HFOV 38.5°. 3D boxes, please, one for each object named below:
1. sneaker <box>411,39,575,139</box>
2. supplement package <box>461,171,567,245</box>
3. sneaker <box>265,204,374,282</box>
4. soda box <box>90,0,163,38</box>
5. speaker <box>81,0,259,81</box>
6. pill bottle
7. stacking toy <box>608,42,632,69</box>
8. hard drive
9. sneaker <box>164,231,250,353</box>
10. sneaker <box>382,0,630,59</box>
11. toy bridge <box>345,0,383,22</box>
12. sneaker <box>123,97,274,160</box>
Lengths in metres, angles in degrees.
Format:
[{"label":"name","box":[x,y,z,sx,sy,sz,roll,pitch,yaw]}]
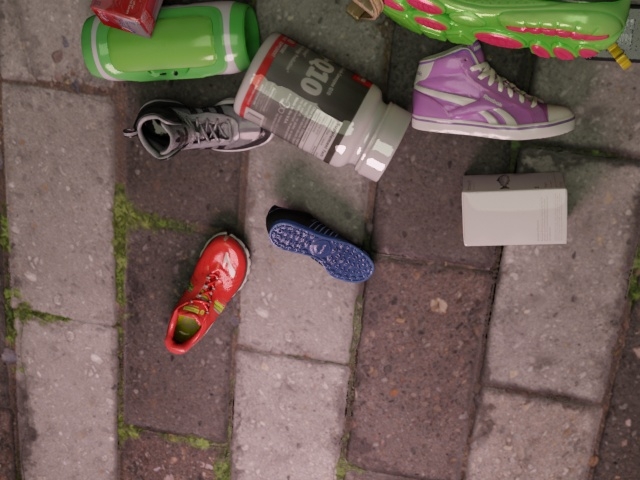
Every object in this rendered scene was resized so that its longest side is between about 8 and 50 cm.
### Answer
[{"label":"sneaker","box":[0.299,-0.260,1.565,0.282,0.102,0.161,6,109,9]},{"label":"supplement package","box":[0.344,-0.057,1.632,0.179,0.105,0.105,-2,111,11]},{"label":"sneaker","box":[0.000,0.000,1.740,0.232,0.090,0.081,28,114,-24]},{"label":"soda box","box":[-0.293,-0.483,1.535,0.092,0.083,0.263,17,84,3]},{"label":"speaker","box":[-0.263,-0.351,1.621,0.296,0.131,0.131,-1,111,11]},{"label":"pill bottle","box":[0.007,-0.229,1.598,0.283,0.161,0.161,28,114,-1]},{"label":"stacking toy","box":[0.575,-0.280,1.442,0.167,0.052,0.221,-37,60,21]},{"label":"hard drive","box":[0.518,-0.345,1.529,0.135,0.022,0.094,5,112,9]},{"label":"sneaker","box":[-0.224,0.114,1.800,0.107,0.118,0.279,27,114,-1]},{"label":"sneaker","box":[0.260,-0.435,1.485,0.482,0.185,0.202,17,79,11]},{"label":"toy bridge","box":[0.074,-0.396,1.506,0.063,0.188,0.026,41,86,3]},{"label":"sneaker","box":[-0.220,-0.195,1.658,0.268,0.153,0.101,4,112,9]}]
